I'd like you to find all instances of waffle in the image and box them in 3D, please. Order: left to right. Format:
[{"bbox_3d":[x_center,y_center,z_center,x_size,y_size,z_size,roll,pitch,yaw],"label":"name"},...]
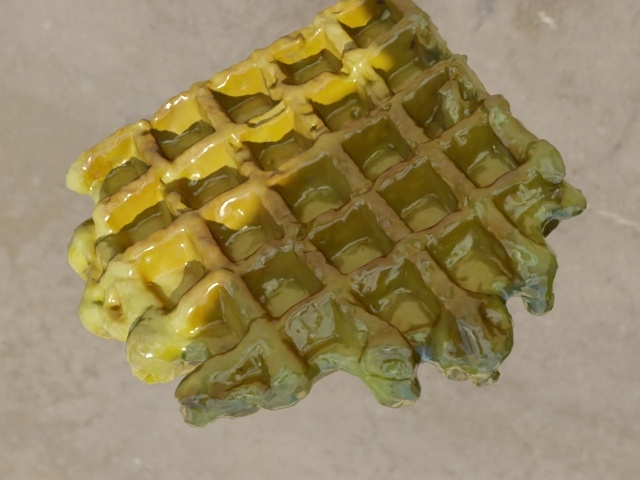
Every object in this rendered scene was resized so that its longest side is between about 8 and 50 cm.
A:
[{"bbox_3d":[0.000,0.000,0.590,0.219,0.229,0.057,52,172,39],"label":"waffle"}]
